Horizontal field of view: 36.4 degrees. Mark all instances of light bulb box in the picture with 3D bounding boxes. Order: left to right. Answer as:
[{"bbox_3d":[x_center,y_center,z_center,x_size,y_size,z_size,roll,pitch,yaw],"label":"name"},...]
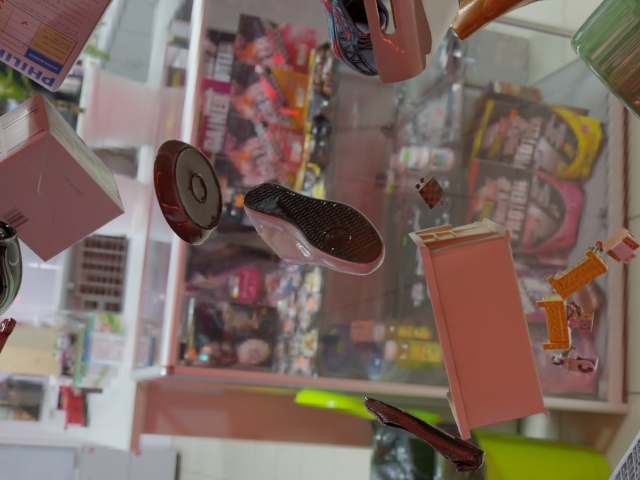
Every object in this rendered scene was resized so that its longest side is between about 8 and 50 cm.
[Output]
[{"bbox_3d":[-0.559,-0.538,1.848,0.361,0.358,0.225,-39,26,48],"label":"light bulb box"}]

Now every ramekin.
[{"bbox_3d":[0.587,-0.311,1.729,0.148,0.303,0.303,-45,34,21],"label":"ramekin"}]

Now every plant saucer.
[{"bbox_3d":[-0.197,-0.078,1.500,0.029,0.168,0.168,-13,62,23],"label":"plant saucer"}]

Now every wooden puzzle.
[{"bbox_3d":[0.224,-0.097,1.969,0.049,0.083,0.006,-47,26,-20],"label":"wooden puzzle"}]

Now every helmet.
[{"bbox_3d":[-0.534,0.054,1.466,0.169,0.169,0.161,-133,55,-67],"label":"helmet"}]

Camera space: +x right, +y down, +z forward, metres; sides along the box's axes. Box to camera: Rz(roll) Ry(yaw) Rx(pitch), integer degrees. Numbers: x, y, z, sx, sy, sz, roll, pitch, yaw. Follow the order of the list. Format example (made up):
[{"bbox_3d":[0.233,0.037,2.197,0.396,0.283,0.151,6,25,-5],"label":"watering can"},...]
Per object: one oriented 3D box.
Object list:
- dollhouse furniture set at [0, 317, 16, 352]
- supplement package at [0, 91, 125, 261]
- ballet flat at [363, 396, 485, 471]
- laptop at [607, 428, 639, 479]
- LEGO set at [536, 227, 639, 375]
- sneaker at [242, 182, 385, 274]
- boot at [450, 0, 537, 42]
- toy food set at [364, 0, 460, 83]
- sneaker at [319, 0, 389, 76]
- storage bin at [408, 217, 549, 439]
[{"bbox_3d":[-0.433,0.195,0.826,0.152,0.201,0.374,-43,26,38],"label":"dollhouse furniture set"},{"bbox_3d":[-0.558,-0.123,1.951,0.262,0.204,0.145,55,-174,-46],"label":"supplement package"},{"bbox_3d":[0.184,0.360,1.802,0.058,0.250,0.084,-64,-21,-5],"label":"ballet flat"},{"bbox_3d":[0.424,0.445,1.684,0.408,0.236,0.382,-66,-6,20],"label":"laptop"},{"bbox_3d":[0.453,0.086,1.691,0.107,0.132,0.287,-46,-30,-61],"label":"LEGO set"},{"bbox_3d":[0.000,0.000,1.603,0.290,0.106,0.123,28,149,38],"label":"sneaker"},{"bbox_3d":[0.372,-0.486,2.013,0.211,0.104,0.295,-42,24,3],"label":"boot"},{"bbox_3d":[0.123,-0.395,1.421,0.306,0.092,0.219,-61,-34,-47],"label":"toy food set"},{"bbox_3d":[0.071,-0.389,1.769,0.125,0.104,0.262,49,171,45],"label":"sneaker"},{"bbox_3d":[0.219,0.111,1.398,0.260,0.123,0.262,-77,-27,-84],"label":"storage bin"}]
